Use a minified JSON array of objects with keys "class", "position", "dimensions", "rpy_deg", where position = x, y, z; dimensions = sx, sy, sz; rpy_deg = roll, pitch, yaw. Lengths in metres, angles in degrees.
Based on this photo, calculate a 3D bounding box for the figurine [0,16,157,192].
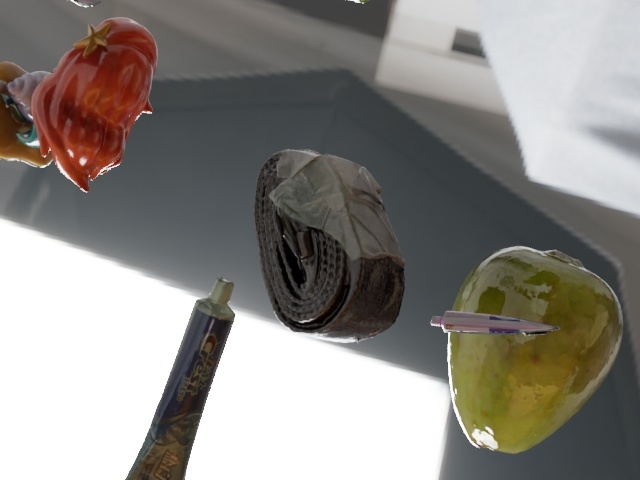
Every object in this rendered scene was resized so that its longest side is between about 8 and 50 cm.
[{"class":"figurine","position":[-0.337,-0.184,1.824],"dimensions":[0.257,0.181,0.208],"rpy_deg":[-13,31,40]}]

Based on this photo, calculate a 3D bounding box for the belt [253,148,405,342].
[{"class":"belt","position":[0.000,0.000,1.872],"dimensions":[0.184,0.164,0.289],"rpy_deg":[-32,61,33]}]

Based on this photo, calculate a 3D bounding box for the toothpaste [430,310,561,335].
[{"class":"toothpaste","position":[0.229,0.110,1.743],"dimensions":[0.045,0.169,0.028],"rpy_deg":[14,-101,-73]}]

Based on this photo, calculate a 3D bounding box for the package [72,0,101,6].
[{"class":"package","position":[-0.407,-0.380,1.669],"dimensions":[0.071,0.269,0.194],"rpy_deg":[-61,-3,21]}]

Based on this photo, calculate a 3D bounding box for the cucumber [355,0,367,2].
[{"class":"cucumber","position":[0.036,-0.336,1.523],"dimensions":[0.244,0.134,0.134],"rpy_deg":[-97,18,-57]}]

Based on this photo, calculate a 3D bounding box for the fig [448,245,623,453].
[{"class":"fig","position":[0.307,0.170,2.009],"dimensions":[0.258,0.258,0.326],"rpy_deg":[-86,19,-75]}]

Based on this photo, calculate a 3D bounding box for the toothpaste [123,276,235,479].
[{"class":"toothpaste","position":[-0.150,0.168,1.470],"dimensions":[0.069,0.047,0.268],"rpy_deg":[10,-78,-55]}]
